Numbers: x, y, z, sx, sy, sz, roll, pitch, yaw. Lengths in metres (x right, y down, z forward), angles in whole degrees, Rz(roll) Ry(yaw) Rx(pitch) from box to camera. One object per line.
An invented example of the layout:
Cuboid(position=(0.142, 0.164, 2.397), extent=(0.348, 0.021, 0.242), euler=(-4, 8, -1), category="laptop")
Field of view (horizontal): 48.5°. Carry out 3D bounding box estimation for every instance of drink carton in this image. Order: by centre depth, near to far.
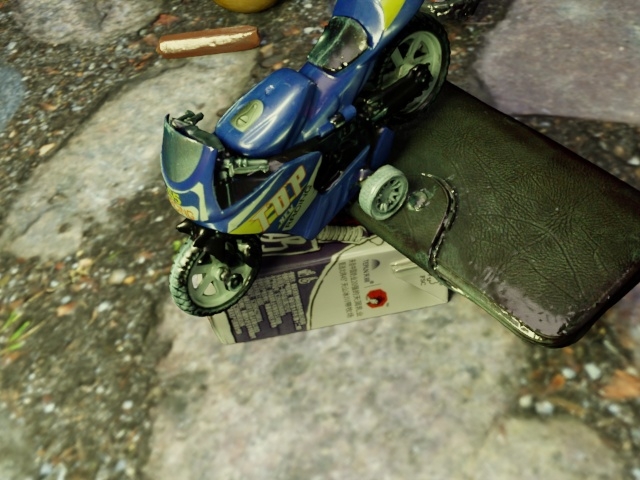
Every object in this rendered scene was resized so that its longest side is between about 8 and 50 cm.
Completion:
Cuboid(position=(0.001, 0.001, 0.666), extent=(0.222, 0.101, 0.134), euler=(-10, 46, -1), category="drink carton")

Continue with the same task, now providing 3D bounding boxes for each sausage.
Cuboid(position=(-0.154, -0.271, 0.972), extent=(0.147, 0.030, 0.035), euler=(-4, 46, 7), category="sausage")

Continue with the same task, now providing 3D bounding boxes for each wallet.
Cuboid(position=(0.119, -0.050, 0.595), extent=(0.172, 0.045, 0.318), euler=(-37, 55, -18), category="wallet")

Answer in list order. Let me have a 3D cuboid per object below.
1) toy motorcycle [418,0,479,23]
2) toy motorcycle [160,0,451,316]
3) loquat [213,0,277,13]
Cuboid(position=(0.136, -0.380, 0.975), extent=(0.171, 0.089, 0.298), euler=(0, 50, 12), category="toy motorcycle")
Cuboid(position=(-0.015, -0.081, 0.528), extent=(0.315, 0.169, 0.113), euler=(-47, 53, -7), category="toy motorcycle")
Cuboid(position=(-0.107, -0.395, 0.998), extent=(0.137, 0.163, 0.163), euler=(-12, 45, -28), category="loquat")
